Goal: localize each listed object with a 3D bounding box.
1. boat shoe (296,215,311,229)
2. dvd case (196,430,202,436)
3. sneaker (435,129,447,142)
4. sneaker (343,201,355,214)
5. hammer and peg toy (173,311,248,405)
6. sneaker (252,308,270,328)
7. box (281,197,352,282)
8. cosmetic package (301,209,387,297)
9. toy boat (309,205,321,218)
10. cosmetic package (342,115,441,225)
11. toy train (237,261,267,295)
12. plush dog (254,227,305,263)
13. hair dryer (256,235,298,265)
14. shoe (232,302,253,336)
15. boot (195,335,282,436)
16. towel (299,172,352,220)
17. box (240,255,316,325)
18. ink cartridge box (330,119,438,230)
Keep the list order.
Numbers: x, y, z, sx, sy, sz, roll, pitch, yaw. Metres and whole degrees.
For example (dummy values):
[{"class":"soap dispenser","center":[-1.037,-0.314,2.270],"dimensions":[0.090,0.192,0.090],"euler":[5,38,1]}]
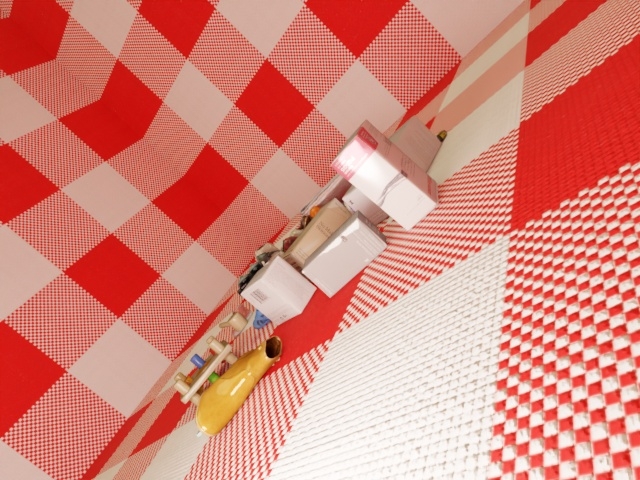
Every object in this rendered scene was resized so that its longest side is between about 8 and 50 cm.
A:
[{"class":"boat shoe","center":[-0.081,-0.025,2.149],"dimensions":[0.073,0.073,0.207],"euler":[-51,-32,-47]},{"class":"dvd case","center":[-0.334,0.541,1.458],"dimensions":[0.087,0.013,0.119],"euler":[-44,11,20]},{"class":"sneaker","center":[0.450,-0.391,1.753],"dimensions":[0.035,0.031,0.083],"euler":[-41,11,32]},{"class":"sneaker","center":[0.190,-0.195,1.896],"dimensions":[0.146,0.102,0.293],"euler":[-41,11,30]},{"class":"hammer and peg toy","center":[-0.401,0.449,1.803],"dimensions":[0.361,0.127,0.266],"euler":[-50,8,-18]},{"class":"sneaker","center":[-0.224,0.283,1.838],"dimensions":[0.209,0.082,0.069],"euler":[-38,14,51]},{"class":"box","center":[0.000,0.000,1.811],"dimensions":[0.311,0.148,0.121],"euler":[-54,12,-30]},{"class":"cosmetic package","center":[0.069,0.039,1.385],"dimensions":[0.238,0.127,0.107],"euler":[-46,9,17]},{"class":"toy boat","center":[0.014,-0.093,2.110],"dimensions":[0.151,0.151,0.231],"euler":[-46,9,5]},{"class":"cosmetic package","center":[0.258,-0.248,1.655],"dimensions":[0.217,0.156,0.385],"euler":[-37,15,48]},{"class":"toy train","center":[-0.326,0.177,2.612],"dimensions":[0.334,0.142,0.190],"euler":[-46,0,4]},{"class":"plush dog","center":[-0.134,0.096,2.046],"dimensions":[0.262,0.211,0.225],"euler":[-27,-13,-14]},{"class":"hair dryer","center":[-0.087,0.083,1.880],"dimensions":[0.293,0.224,0.080],"euler":[-35,-19,-21]},{"class":"shoe","center":[-0.385,0.370,2.201],"dimensions":[0.063,0.081,0.178],"euler":[-41,11,32]},{"class":"boot","center":[-0.217,0.384,1.305],"dimensions":[0.211,0.104,0.295],"euler":[-44,6,23]},{"class":"towel","center":[0.055,-0.195,2.287],"dimensions":[0.332,0.053,0.317],"euler":[-46,-18,-1]},{"class":"box","center":[-0.145,0.175,1.616],"dimensions":[0.181,0.182,0.119],"euler":[-36,16,51]},{"class":"ink cartridge box","center":[0.184,-0.185,1.315],"dimensions":[0.117,0.283,0.207],"euler":[-47,8,26]}]
